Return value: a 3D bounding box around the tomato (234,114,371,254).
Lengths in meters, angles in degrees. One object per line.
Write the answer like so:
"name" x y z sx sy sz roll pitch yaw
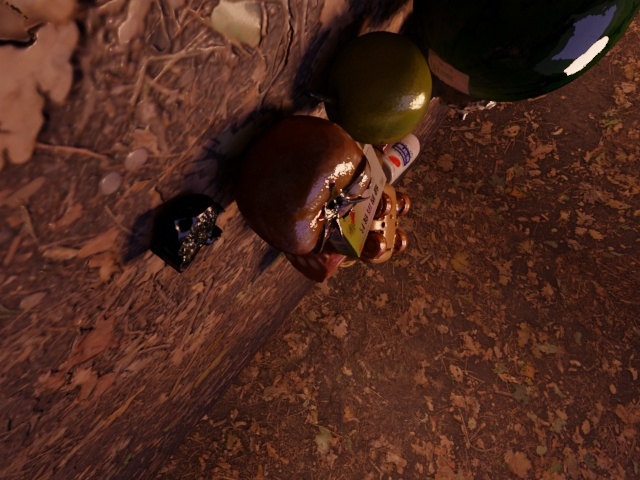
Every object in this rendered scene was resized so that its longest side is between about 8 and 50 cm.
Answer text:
"tomato" -0.032 -0.088 0.606 0.214 0.181 0.155 -56 166 1

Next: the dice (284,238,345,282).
"dice" 0.000 0.000 1.194 0.175 0.179 0.174 -44 170 -26

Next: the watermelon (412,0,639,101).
"watermelon" 0.325 -0.405 0.648 0.363 0.363 0.363 -51 172 -10

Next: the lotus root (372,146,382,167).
"lotus root" 0.154 -0.243 1.318 0.190 0.095 0.108 94 12 -68

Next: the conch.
"conch" 0.309 -0.397 0.942 0.186 0.314 0.240 -130 -147 -64

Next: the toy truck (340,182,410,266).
"toy truck" 0.159 -0.047 1.341 0.204 0.212 0.287 -8 101 -53

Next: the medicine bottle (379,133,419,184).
"medicine bottle" 0.276 -0.314 1.557 0.341 0.130 0.130 -44 169 -47

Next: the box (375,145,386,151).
"box" 0.216 -0.343 1.335 0.111 0.060 0.156 -54 175 11

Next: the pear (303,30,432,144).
"pear" 0.071 -0.233 0.659 0.216 0.166 0.180 -22 173 -21

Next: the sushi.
"sushi" -0.171 -0.020 0.538 0.085 0.056 0.083 -43 161 -45

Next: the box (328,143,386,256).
"box" 0.086 -0.111 1.058 0.175 0.062 0.260 51 53 -50

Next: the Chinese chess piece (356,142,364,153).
"Chinese chess piece" -0.014 -0.118 0.845 0.250 0.097 0.251 -51 173 -9
